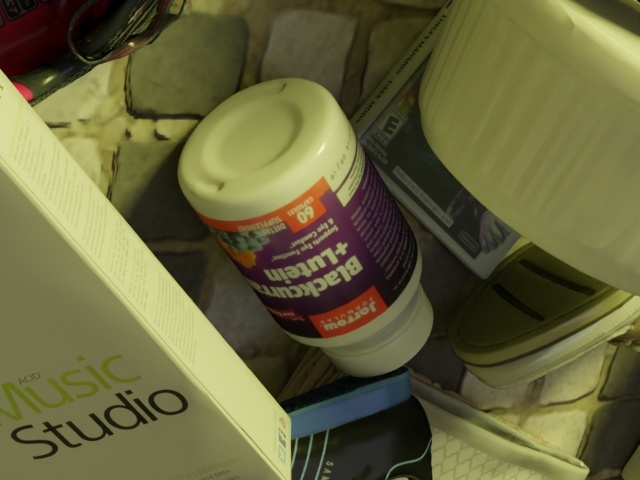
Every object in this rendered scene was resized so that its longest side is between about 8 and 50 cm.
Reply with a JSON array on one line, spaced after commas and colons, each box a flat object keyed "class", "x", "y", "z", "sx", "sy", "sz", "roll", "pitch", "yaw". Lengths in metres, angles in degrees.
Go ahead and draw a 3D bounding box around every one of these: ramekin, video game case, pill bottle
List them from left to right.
[{"class": "pill bottle", "x": 0.000, "y": 0.000, "z": 0.870, "sx": 0.108, "sy": 0.108, "sz": 0.193, "roll": -42, "pitch": 131, "yaw": -10}, {"class": "video game case", "x": 0.120, "y": -0.084, "z": 0.968, "sx": 0.173, "sy": 0.022, "sz": 0.190, "roll": -51, "pitch": 132, "yaw": -2}, {"class": "ramekin", "x": 0.184, "y": -0.075, "z": 0.837, "sx": 0.273, "sy": 0.273, "sz": 0.127, "roll": 9, "pitch": 122, "yaw": -38}]

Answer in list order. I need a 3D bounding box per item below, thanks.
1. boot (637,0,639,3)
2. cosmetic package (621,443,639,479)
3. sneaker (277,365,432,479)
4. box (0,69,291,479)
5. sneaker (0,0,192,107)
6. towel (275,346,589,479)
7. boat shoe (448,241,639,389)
[{"class": "boot", "x": 0.280, "y": -0.381, "z": 0.764, "sx": 0.445, "sy": 0.146, "sz": 0.367, "roll": -41, "pitch": 102, "yaw": -13}, {"class": "cosmetic package", "x": 0.409, "y": 0.208, "z": 1.248, "sx": 0.184, "sy": 0.151, "sz": 0.151, "roll": 23, "pitch": 100, "yaw": -41}, {"class": "sneaker", "x": -0.035, "y": 0.159, "z": 0.910, "sx": 0.232, "sy": 0.081, "sz": 0.090, "roll": -18, "pitch": 95, "yaw": -7}, {"class": "box", "x": -0.188, "y": 0.063, "z": 0.730, "sx": 0.232, "sy": 0.058, "sz": 0.322, "roll": -20, "pitch": 132, "yaw": 17}, {"class": "sneaker", "x": -0.089, "y": -0.160, "z": 0.717, "sx": 0.299, "sy": 0.112, "sz": 0.121, "roll": -41, "pitch": 131, "yaw": -11}, {"class": "towel", "x": 0.035, "y": 0.258, "z": 1.076, "sx": 0.332, "sy": 0.053, "sz": 0.317, "roll": 29, "pitch": 96, "yaw": -41}, {"class": "boat shoe", "x": 0.234, "y": 0.034, "z": 1.054, "sx": 0.302, "sy": 0.113, "sz": 0.103, "roll": -32, "pitch": 123, "yaw": -19}]
